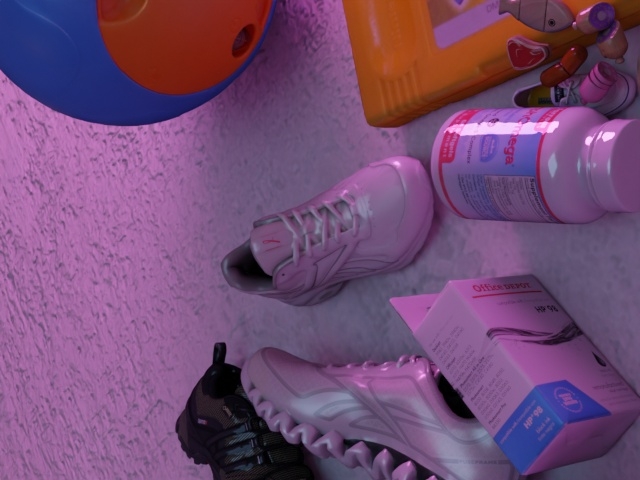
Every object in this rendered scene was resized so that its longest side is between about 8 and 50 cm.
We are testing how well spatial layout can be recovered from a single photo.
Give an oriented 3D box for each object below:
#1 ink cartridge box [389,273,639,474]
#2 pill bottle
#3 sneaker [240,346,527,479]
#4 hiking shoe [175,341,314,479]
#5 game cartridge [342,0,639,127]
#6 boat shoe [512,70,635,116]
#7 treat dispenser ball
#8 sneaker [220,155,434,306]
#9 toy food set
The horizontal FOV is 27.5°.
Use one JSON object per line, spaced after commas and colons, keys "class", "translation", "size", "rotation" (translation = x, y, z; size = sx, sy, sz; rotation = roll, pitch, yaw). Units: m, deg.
{"class": "ink cartridge box", "translation": [0.146, 0.084, 0.990], "size": [0.180, 0.104, 0.060], "rotation": [53, 127, 31]}
{"class": "pill bottle", "translation": [0.167, -0.056, 0.974], "size": [0.160, 0.087, 0.087], "rotation": [4, 94, 46]}
{"class": "sneaker", "translation": [0.057, 0.142, 1.098], "size": [0.292, 0.110, 0.118], "rotation": [24, 101, 35]}
{"class": "hiking shoe", "translation": [-0.058, 0.191, 1.225], "size": [0.227, 0.086, 0.114], "rotation": [38, 121, 40]}
{"class": "game cartridge", "translation": [0.130, -0.270, 1.032], "size": [0.324, 0.053, 0.285], "rotation": [-20, 77, 44]}
{"class": "boat shoe", "translation": [0.189, -0.110, 0.987], "size": [0.100, 0.035, 0.035], "rotation": [2, 93, 47]}
{"class": "treat dispenser ball", "translation": [-0.180, -0.248, 1.190], "size": [0.288, 0.288, 0.288], "rotation": [2, 93, 47]}
{"class": "sneaker", "translation": [0.000, 0.000, 1.133], "size": [0.232, 0.115, 0.090], "rotation": [-37, 65, 41]}
{"class": "toy food set", "translation": [0.181, -0.137, 0.947], "size": [0.122, 0.019, 0.078], "rotation": [14, 121, 36]}
